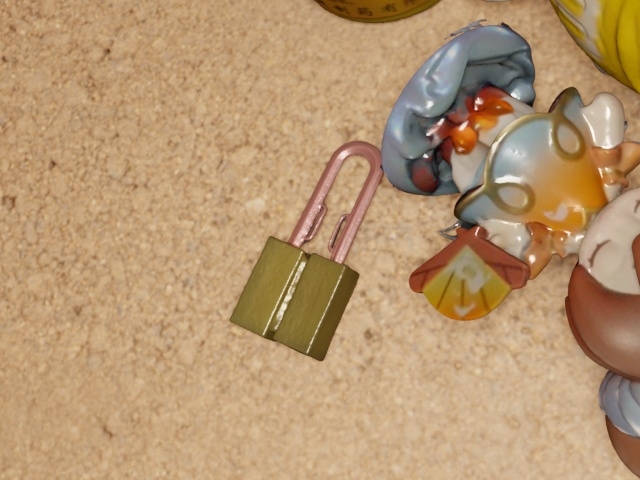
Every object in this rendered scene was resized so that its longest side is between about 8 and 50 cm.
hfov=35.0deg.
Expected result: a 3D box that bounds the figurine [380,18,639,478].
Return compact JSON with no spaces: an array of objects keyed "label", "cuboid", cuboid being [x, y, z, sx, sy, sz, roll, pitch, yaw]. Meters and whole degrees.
[{"label":"figurine","cuboid":[0.250,0.005,0.884,0.276,0.248,0.388,-51,56,5]}]

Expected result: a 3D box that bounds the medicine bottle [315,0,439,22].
[{"label":"medicine bottle","cuboid":[0.016,-0.384,0.972,0.224,0.384,0.224,-5,74,18]}]

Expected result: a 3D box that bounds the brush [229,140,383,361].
[{"label":"brush","cuboid":[0.000,0.000,1.061,0.103,0.047,0.233,22,84,24]}]

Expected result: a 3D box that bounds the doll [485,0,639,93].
[{"label":"doll","cuboid":[0.252,-0.247,0.847,0.161,0.423,0.348,-38,108,-6]}]
